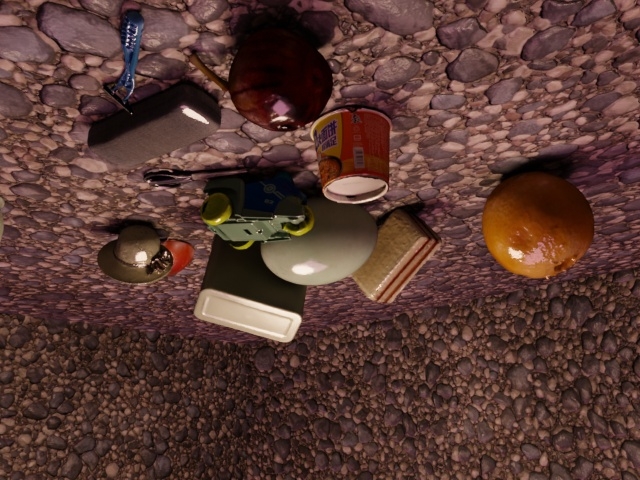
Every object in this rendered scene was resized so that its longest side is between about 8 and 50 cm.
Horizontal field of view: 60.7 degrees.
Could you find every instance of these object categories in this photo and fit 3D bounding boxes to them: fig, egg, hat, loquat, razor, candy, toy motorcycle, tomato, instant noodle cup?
[{"bbox_3d":[-0.108,-0.294,1.058,0.249,0.187,0.203,-8,180,34],"label":"fig"},{"bbox_3d":[0.000,0.000,1.730,0.388,0.276,0.276,-15,165,-21],"label":"egg"},{"bbox_3d":[-0.623,0.021,1.858,0.257,0.257,0.130,4,128,-21],"label":"hat"},{"bbox_3d":[0.655,-0.048,1.662,0.328,0.329,0.328,-3,160,-1],"label":"loquat"},{"bbox_3d":[-0.374,-0.346,1.057,0.082,0.042,0.253,42,148,-3],"label":"razor"},{"bbox_3d":[0.252,0.057,1.910,0.135,0.179,0.321,14,122,-42],"label":"candy"},{"bbox_3d":[-0.164,-0.099,1.572,0.326,0.200,0.191,-3,152,20],"label":"toy motorcycle"},{"bbox_3d":[-0.585,0.076,2.099,0.199,0.112,0.228,-15,160,25],"label":"tomato"},{"bbox_3d":[0.081,-0.199,1.348,0.213,0.174,0.213,-3,161,-1],"label":"instant noodle cup"}]

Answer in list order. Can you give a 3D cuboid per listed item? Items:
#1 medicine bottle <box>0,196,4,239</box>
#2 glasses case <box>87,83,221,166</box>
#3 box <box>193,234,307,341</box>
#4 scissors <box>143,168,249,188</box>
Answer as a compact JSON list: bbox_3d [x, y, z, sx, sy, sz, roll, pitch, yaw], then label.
[{"bbox_3d":[-0.998,-0.062,1.577,0.147,0.143,0.147,-8,159,-3],"label":"medicine bottle"},{"bbox_3d":[-0.381,-0.256,1.252,0.323,0.074,0.131,-14,159,27],"label":"glasses case"},{"bbox_3d":[-0.217,0.129,1.828,0.351,0.344,0.177,18,128,-10],"label":"box"},{"bbox_3d":[-0.348,-0.183,1.544,0.299,0.022,0.109,-7,164,6],"label":"scissors"}]
